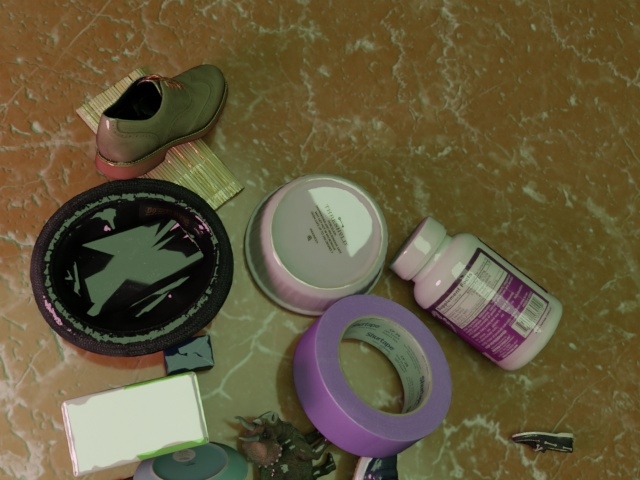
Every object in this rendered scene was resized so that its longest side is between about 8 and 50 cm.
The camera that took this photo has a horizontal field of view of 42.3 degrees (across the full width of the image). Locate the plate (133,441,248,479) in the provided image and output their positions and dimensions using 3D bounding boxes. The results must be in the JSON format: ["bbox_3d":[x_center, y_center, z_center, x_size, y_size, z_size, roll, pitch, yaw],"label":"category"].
[{"bbox_3d":[-0.215,0.375,1.368,0.188,0.188,0.024,-6,109,-13],"label":"plate"}]

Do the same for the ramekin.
[{"bbox_3d":[0.000,0.000,1.525,0.273,0.127,0.273,2,76,-10],"label":"ramekin"}]

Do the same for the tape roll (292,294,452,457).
[{"bbox_3d":[0.092,0.234,1.449,0.275,0.090,0.275,18,49,-21],"label":"tape roll"}]

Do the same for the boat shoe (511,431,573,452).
[{"bbox_3d":[0.421,0.382,1.563,0.125,0.046,0.038,6,71,-18],"label":"boat shoe"}]

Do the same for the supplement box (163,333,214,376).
[{"bbox_3d":[-0.233,0.203,1.452,0.083,0.083,0.056,-8,78,-13],"label":"supplement box"}]

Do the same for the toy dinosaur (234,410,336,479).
[{"bbox_3d":[-0.046,0.408,1.438,0.160,0.121,0.313,-17,106,-14],"label":"toy dinosaur"}]

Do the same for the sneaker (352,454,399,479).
[{"bbox_3d":[0.125,0.482,1.414,0.153,0.099,0.282,7,76,37],"label":"sneaker"}]

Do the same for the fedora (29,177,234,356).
[{"bbox_3d":[-0.321,0.055,1.434,0.334,0.152,0.334,3,76,-11],"label":"fedora"}]

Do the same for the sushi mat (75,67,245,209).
[{"bbox_3d":[-0.302,-0.173,1.563,0.151,0.019,0.316,-41,87,-16],"label":"sushi mat"}]

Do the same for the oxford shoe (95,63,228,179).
[{"bbox_3d":[-0.268,-0.244,1.474,0.123,0.130,0.348,21,44,13],"label":"oxford shoe"}]

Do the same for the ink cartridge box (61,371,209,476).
[{"bbox_3d":[-0.293,0.288,1.323,0.198,0.273,0.114,-12,82,-14],"label":"ink cartridge box"}]

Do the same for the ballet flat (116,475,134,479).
[{"bbox_3d":[-0.267,0.424,1.413,0.250,0.058,0.084,-14,46,-20],"label":"ballet flat"}]

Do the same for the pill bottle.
[{"bbox_3d":[0.282,0.092,1.539,0.301,0.169,0.169,38,73,0],"label":"pill bottle"}]
